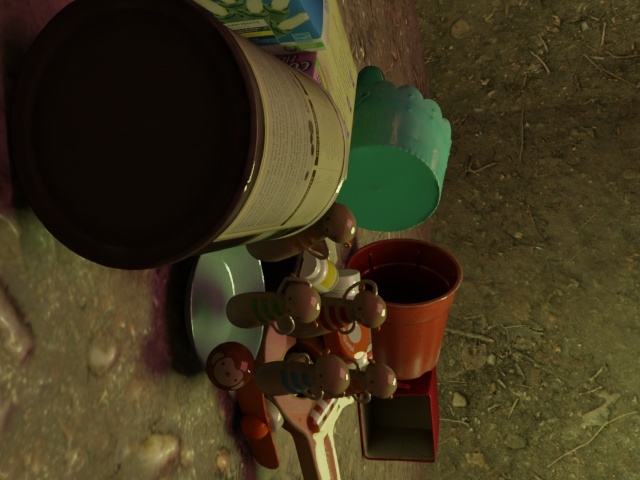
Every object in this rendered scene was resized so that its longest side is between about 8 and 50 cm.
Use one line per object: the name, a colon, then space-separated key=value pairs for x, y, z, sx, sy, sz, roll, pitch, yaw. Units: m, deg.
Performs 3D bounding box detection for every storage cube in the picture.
storage cube: x=0.211 y=0.444 z=1.607 sx=0.193 sy=0.184 sz=0.214 roll=-47 pitch=132 yaw=-70

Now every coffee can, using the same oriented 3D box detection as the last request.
coffee can: x=-0.101 y=-0.089 z=0.563 sx=0.275 sy=0.202 sz=0.201 roll=-15 pitch=103 yaw=-73

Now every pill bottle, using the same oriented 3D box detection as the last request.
pill bottle: x=0.043 y=0.151 z=1.197 sx=0.108 sy=0.108 sz=0.180 roll=-31 pitch=119 yaw=-71
pill bottle: x=-0.012 y=0.054 z=1.095 sx=0.116 sy=0.065 sz=0.065 roll=41 pitch=49 yaw=-69

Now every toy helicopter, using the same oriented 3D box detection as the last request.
toy helicopter: x=-0.023 y=0.274 z=0.891 sx=0.235 sy=0.140 sz=0.354 roll=-8 pitch=84 yaw=-51

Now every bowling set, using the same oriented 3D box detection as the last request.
bowling set: x=-0.018 y=0.118 z=0.713 sx=0.200 sy=0.154 sz=0.287 roll=-46 pitch=117 yaw=-51

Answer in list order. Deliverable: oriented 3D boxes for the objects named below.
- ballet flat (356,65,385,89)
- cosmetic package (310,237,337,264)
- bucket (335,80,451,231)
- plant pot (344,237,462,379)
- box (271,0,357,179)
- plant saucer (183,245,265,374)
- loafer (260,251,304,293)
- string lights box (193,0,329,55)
ballet flat: x=0.106 y=-0.284 z=1.513 sx=0.096 sy=0.095 sz=0.280 roll=-17 pitch=115 yaw=-83
cosmetic package: x=0.000 y=0.000 z=1.184 sx=0.060 sy=0.041 sz=0.115 roll=-59 pitch=144 yaw=-61
bucket: x=0.131 y=-0.162 z=1.263 sx=0.281 sy=0.281 sz=0.183 roll=72 pitch=24 yaw=-44
plant pot: x=0.198 y=0.177 z=1.498 sx=0.272 sy=0.273 sz=0.265 roll=-68 pitch=159 yaw=-54
box: x=-0.027 y=-0.250 z=0.988 sx=0.213 sy=0.117 sz=0.242 roll=63 pitch=29 yaw=-56
plant saucer: x=-0.123 y=0.079 z=0.754 sx=0.195 sy=0.038 sz=0.194 roll=-1 pitch=90 yaw=-71
loafer: x=-0.055 y=0.027 z=0.923 sx=0.078 sy=0.080 sz=0.220 roll=69 pitch=25 yaw=-47
string lights box: x=-0.087 y=-0.325 z=0.758 sx=0.260 sy=0.133 sz=0.076 roll=32 pitch=58 yaw=-70
